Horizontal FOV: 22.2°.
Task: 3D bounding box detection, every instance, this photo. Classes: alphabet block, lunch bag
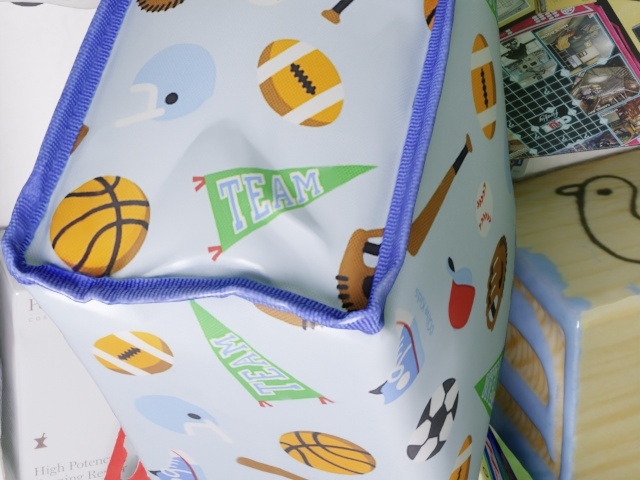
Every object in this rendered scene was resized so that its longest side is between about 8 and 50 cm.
[{"bbox_3d":[0.232,0.063,1.250,0.197,0.192,0.193,-15,127,-18],"label":"alphabet block"},{"bbox_3d":[0.001,-0.053,0.942,0.238,0.385,0.328,8,151,15],"label":"lunch bag"}]

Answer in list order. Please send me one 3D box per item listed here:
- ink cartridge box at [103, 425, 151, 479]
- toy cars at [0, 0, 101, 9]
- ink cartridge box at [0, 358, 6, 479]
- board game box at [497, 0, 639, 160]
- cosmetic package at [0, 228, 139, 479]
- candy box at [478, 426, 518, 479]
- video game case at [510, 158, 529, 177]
[{"bbox_3d":[-0.058,0.136,1.167,0.224,0.056,0.181,-6,118,-59],"label":"ink cartridge box"},{"bbox_3d":[-0.189,-0.212,0.902,0.176,0.087,0.393,-43,140,20],"label":"toy cars"},{"bbox_3d":[-0.301,0.019,1.018,0.175,0.069,0.371,-4,121,-3],"label":"ink cartridge box"},{"bbox_3d":[0.221,-0.147,1.165,0.243,0.042,0.165,-7,122,-10],"label":"board game box"},{"bbox_3d":[-0.167,0.102,1.149,0.117,0.085,0.231,-10,125,-21],"label":"cosmetic package"},{"bbox_3d":[0.101,0.258,1.194,0.122,0.268,0.317,-18,147,9],"label":"candy box"},{"bbox_3d":[0.111,-0.090,1.208,0.122,0.011,0.087,3,117,-27],"label":"video game case"}]
